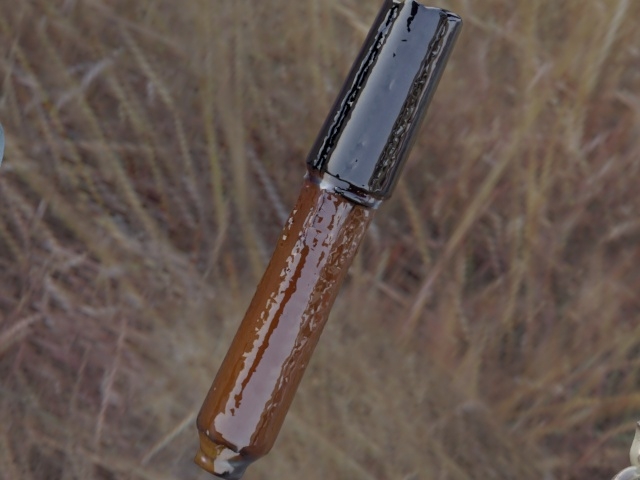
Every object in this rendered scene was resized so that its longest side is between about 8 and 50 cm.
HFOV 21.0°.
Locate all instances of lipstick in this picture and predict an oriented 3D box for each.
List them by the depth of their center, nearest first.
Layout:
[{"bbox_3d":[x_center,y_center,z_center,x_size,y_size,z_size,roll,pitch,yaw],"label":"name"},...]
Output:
[{"bbox_3d":[0.000,0.000,1.387,0.077,0.418,0.077,24,7,-3],"label":"lipstick"}]

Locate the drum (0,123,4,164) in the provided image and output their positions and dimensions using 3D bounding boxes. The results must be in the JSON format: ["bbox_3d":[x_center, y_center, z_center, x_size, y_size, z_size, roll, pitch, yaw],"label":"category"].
[{"bbox_3d":[-0.347,-0.120,1.615,0.049,0.253,0.130,21,52,12],"label":"drum"}]

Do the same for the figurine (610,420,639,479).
[{"bbox_3d":[0.208,0.149,1.039,0.083,0.047,0.050,41,87,-31],"label":"figurine"}]
